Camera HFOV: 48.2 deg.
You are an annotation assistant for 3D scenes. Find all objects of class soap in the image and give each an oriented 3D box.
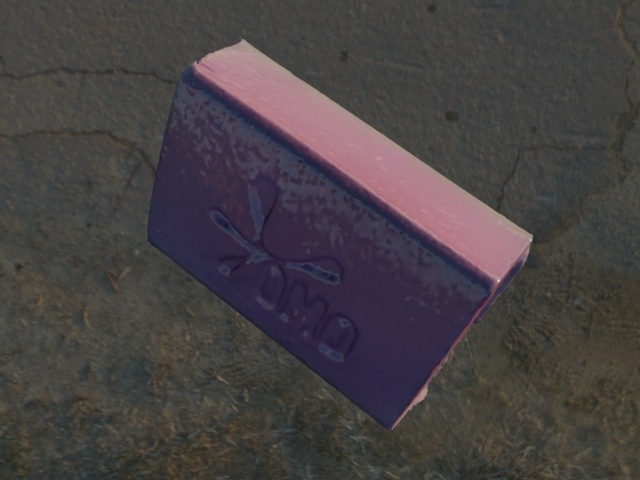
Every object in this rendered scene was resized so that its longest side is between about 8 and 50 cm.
[{"bbox_3d":[-0.001,0.001,0.527,0.259,0.181,0.081,38,44,13],"label":"soap"}]
